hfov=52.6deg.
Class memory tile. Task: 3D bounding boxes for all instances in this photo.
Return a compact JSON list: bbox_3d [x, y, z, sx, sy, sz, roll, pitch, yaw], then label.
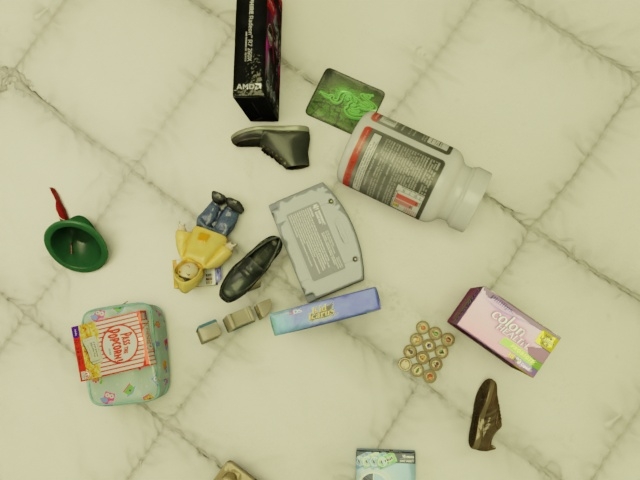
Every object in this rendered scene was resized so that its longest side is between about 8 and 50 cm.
[{"bbox_3d":[0.284,0.299,1.740,0.113,0.012,0.148,26,87,8],"label":"memory tile"}]

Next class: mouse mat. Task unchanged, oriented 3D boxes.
[{"bbox_3d":[0.069,-0.390,1.837,0.190,0.007,0.152,25,87,6],"label":"mouse mat"}]

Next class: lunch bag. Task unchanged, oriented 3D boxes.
[{"bbox_3d":[-0.536,0.304,1.768,0.224,0.108,0.279,-8,83,6],"label":"lunch bag"}]

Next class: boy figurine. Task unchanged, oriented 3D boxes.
[{"bbox_3d":[-0.324,0.006,1.770,0.177,0.092,0.285,27,75,8],"label":"boy figurine"}]

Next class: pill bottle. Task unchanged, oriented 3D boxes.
[{"bbox_3d":[0.244,-0.174,1.695,0.363,0.210,0.210,26,87,8],"label":"pill bottle"}]

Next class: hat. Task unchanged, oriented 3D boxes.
[{"bbox_3d":[-0.682,-0.042,1.861,0.173,0.183,0.208,-14,124,10],"label":"hat"}]

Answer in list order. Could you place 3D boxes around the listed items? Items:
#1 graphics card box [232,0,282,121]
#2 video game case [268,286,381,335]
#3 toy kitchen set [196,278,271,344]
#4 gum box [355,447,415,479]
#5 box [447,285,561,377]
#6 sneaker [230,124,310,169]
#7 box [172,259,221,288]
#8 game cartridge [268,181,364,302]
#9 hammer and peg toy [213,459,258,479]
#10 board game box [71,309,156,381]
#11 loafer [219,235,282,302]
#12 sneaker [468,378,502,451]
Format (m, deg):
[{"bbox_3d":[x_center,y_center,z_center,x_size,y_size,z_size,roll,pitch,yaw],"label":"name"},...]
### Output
[{"bbox_3d":[-0.167,-0.530,1.760,0.094,0.233,0.370,2,83,5],"label":"graphics card box"},{"bbox_3d":[0.021,0.180,1.660,0.270,0.244,0.061,-15,83,4],"label":"video game case"},{"bbox_3d":[-0.256,0.166,1.771,0.207,0.122,0.166,-21,82,-18],"label":"toy kitchen set"},{"bbox_3d":[0.170,0.645,1.699,0.157,0.041,0.184,0,85,6],"label":"gum box"},{"bbox_3d":[0.447,0.223,1.618,0.213,0.243,0.117,35,88,7],"label":"box"},{"bbox_3d":[-0.139,-0.253,1.802,0.222,0.083,0.118,-4,84,4],"label":"sneaker"},{"bbox_3d":[-0.343,0.090,1.814,0.136,0.028,0.081,-4,84,2],"label":"box"},{"bbox_3d":[0.000,0.000,1.779,0.196,0.060,0.294,-23,83,6],"label":"game cartridge"},{"bbox_3d":[-0.240,0.794,1.680,0.266,0.127,0.361,35,88,6],"label":"hammer and peg toy"},{"bbox_3d":[-0.540,0.275,1.693,0.194,0.045,0.146,-15,83,5],"label":"board game box"},{"bbox_3d":[-0.183,0.070,1.705,0.076,0.078,0.223,42,71,0],"label":"loafer"},{"bbox_3d":[0.441,0.456,1.693,0.071,0.066,0.188,15,91,-10],"label":"sneaker"}]
